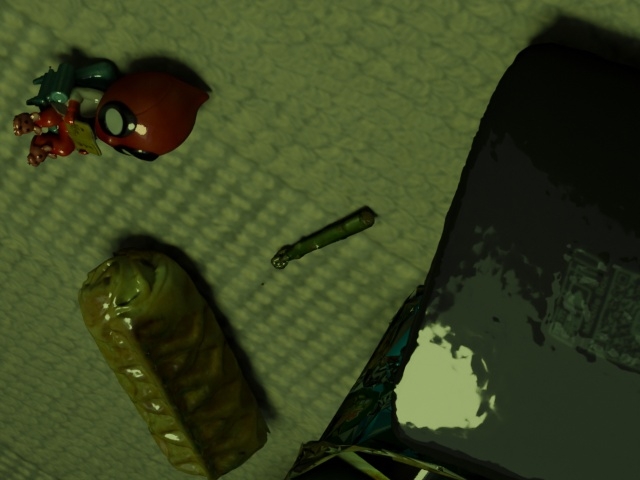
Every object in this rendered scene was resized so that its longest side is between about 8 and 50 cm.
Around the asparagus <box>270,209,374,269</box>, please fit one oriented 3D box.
[{"bbox_3d":[0.000,0.000,1.447,0.127,0.018,0.015,-26,86,51],"label":"asparagus"}]

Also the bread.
[{"bbox_3d":[-0.130,0.107,1.619,0.098,0.087,0.269,8,143,28],"label":"bread"}]

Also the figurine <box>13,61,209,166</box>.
[{"bbox_3d":[-0.152,-0.094,1.374,0.140,0.075,0.068,-1,138,19],"label":"figurine"}]

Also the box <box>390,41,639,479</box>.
[{"bbox_3d":[0.211,0.042,1.191,0.289,0.073,0.290,19,109,8],"label":"box"}]

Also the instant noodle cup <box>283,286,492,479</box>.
[{"bbox_3d":[0.111,0.157,1.439,0.240,0.178,0.240,18,146,13],"label":"instant noodle cup"}]
